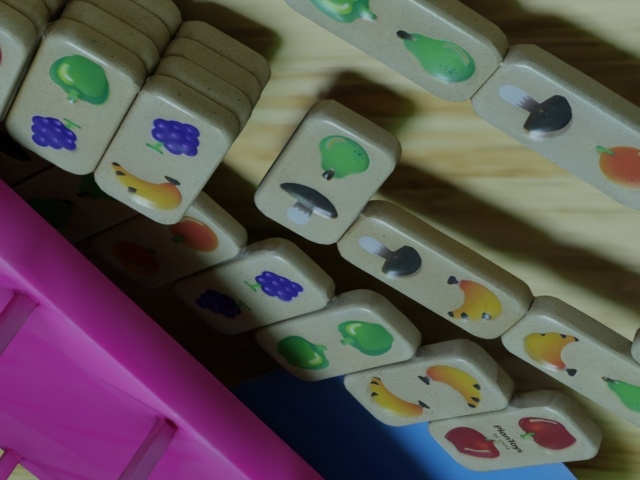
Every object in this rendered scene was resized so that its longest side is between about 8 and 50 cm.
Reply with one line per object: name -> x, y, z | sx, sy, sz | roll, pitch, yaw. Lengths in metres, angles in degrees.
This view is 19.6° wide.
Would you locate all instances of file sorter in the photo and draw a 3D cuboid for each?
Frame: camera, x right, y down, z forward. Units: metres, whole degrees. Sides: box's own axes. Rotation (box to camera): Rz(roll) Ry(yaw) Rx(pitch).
file sorter -> -0.141, 0.107, 0.625 | 0.202, 0.182, 0.290 | 6, 147, 50

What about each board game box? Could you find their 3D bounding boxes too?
board game box -> 0.026, 0.078, 0.691 | 0.133, 0.033, 0.169 | 40, 142, -20

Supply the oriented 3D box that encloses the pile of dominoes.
pile of dominoes -> 0.000, 0.000, 0.538 | 0.251, 0.040, 0.196 | 30, 146, -6
